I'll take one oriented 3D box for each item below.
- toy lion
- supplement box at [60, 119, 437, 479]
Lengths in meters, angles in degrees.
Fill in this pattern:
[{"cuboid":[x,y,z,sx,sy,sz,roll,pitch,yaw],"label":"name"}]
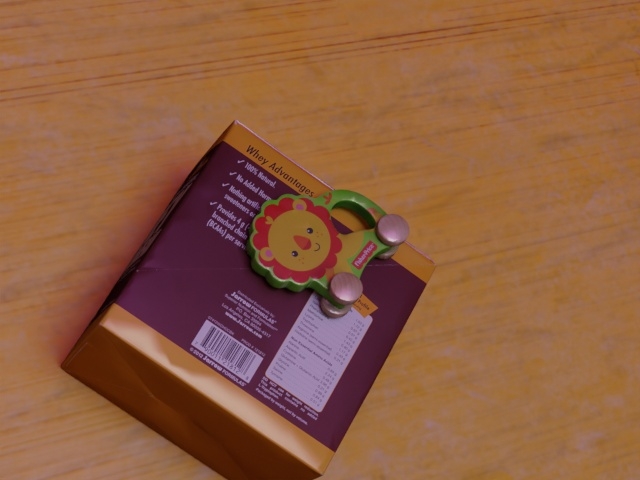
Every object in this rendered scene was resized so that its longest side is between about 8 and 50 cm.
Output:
[{"cuboid":[0.000,0.000,1.005,0.096,0.034,0.100,39,61,3],"label":"toy lion"},{"cuboid":[-0.054,0.056,1.053,0.191,0.129,0.194,35,62,-8],"label":"supplement box"}]
